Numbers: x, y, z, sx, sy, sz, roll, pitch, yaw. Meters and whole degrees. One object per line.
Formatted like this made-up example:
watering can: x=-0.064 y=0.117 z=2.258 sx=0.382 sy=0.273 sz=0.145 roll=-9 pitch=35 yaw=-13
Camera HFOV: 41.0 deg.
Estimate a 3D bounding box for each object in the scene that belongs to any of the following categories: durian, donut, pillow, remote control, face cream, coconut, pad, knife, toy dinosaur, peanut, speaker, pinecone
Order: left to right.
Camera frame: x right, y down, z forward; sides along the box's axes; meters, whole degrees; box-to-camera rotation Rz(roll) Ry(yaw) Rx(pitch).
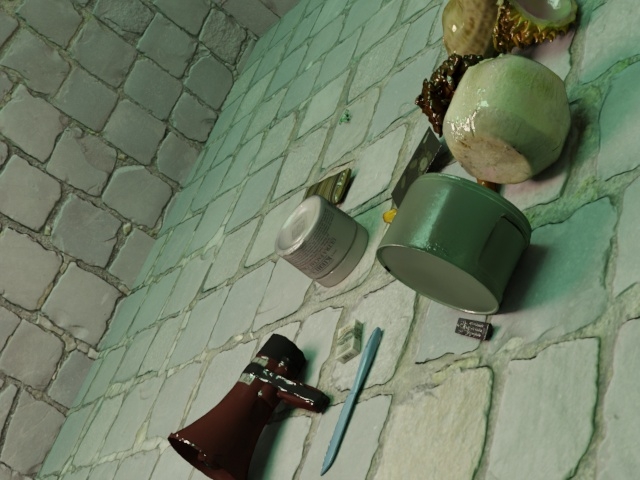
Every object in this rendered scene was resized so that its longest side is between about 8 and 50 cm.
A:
speaker: x=-0.139 y=0.344 z=1.783 sx=0.329 sy=0.198 sz=0.259 roll=-53 pitch=7 yaw=-20
face cream: x=0.000 y=0.000 z=2.023 sx=0.177 sy=0.153 sz=0.177 roll=-44 pitch=25 yaw=27
pillow: x=0.011 y=-0.126 z=2.339 sx=0.203 sy=0.038 sz=0.113 roll=-18 pitch=45 yaw=57
toy dinosaur: x=0.069 y=-0.366 z=2.594 sx=0.062 sy=0.021 sz=0.083 roll=-41 pitch=20 yaw=46
knife: x=0.057 y=0.304 z=1.647 sx=0.044 sy=0.019 sz=0.313 roll=-32 pitch=30 yaw=58
donut: x=0.182 y=-0.058 z=1.894 sx=0.083 sy=0.038 sz=0.067 roll=-42 pitch=22 yaw=17
pad: x=0.216 y=-0.160 z=1.956 sx=0.190 sy=0.004 sz=0.127 roll=-62 pitch=17 yaw=21
pinecone: x=0.299 y=-0.322 z=1.882 sx=0.195 sy=0.150 sz=0.179 roll=-51 pitch=4 yaw=5
remote control: x=0.261 y=0.151 z=1.455 sx=0.091 sy=0.016 sz=0.034 roll=6 pitch=78 yaw=66
peanut: x=0.352 y=-0.525 z=1.945 sx=0.153 sy=0.325 sz=0.140 roll=23 pitch=58 yaw=23
coconut: x=0.346 y=-0.234 z=1.581 sx=0.227 sy=0.227 sz=0.230 roll=-18 pitch=43 yaw=56
durian: x=0.448 y=-0.498 z=1.865 sx=0.195 sy=0.186 sz=0.305 roll=-57 pitch=5 yaw=49

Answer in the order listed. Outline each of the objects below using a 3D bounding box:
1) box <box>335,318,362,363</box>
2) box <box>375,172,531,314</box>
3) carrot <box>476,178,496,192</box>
box: x=0.059 y=0.208 z=1.770 sx=0.054 sy=0.024 sz=0.083 roll=-40 pitch=26 yaw=34
box: x=0.227 y=0.007 z=1.452 sx=0.149 sy=0.226 sz=0.226 roll=-61 pitch=23 yaw=-16
carrot: x=0.325 y=-0.110 z=1.678 sx=0.048 sy=0.048 sz=0.216 roll=-39 pitch=32 yaw=34
